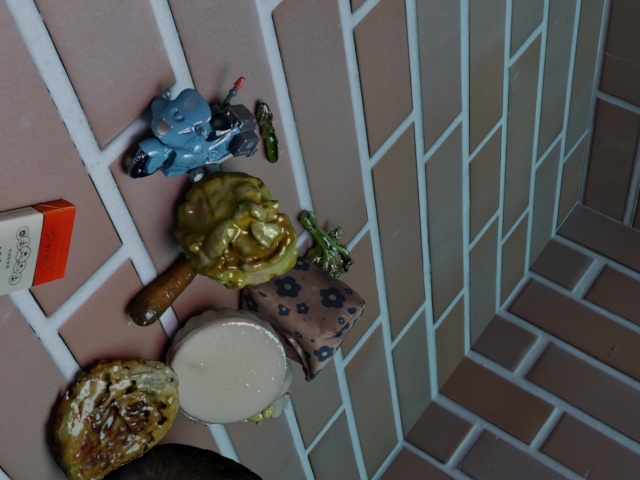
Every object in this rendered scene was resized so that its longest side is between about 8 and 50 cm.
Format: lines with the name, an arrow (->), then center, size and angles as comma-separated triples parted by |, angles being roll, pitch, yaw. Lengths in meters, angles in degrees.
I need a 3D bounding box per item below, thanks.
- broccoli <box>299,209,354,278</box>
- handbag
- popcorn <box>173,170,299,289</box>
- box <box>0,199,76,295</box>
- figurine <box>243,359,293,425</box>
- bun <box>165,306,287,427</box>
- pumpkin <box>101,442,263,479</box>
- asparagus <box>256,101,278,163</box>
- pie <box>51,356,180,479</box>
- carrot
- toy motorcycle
broccoli -> 0.000, 0.002, 2.335 | 0.122, 0.118, 0.204 | -29, 132, 0
handbag -> -0.050, 0.171, 2.232 | 0.190, 0.251, 0.193 | -41, 158, -49
popcorn -> -0.161, -0.015, 1.860 | 0.212, 0.259, 0.259 | -36, 153, 4
box -> -0.486, 0.021, 1.525 | 0.245, 0.035, 0.139 | -21, 133, -53
figurine -> -0.132, 0.380, 2.419 | 0.236, 0.127, 0.155 | 90, 20, -49
bun -> -0.210, 0.243, 2.111 | 0.263, 0.175, 0.263 | -6, 117, -13
pumpkin -> -0.291, 0.633, 2.036 | 0.454, 0.454, 0.344 | -41, 131, -36
asparagus -> -0.106, -0.218, 1.985 | 0.036, 0.030, 0.165 | -39, 148, -19
pie -> -0.392, 0.345, 1.926 | 0.308, 0.085, 0.308 | -25, 135, -28
carrot -> -0.298, 0.096, 1.918 | 0.186, 0.060, 0.060 | -48, 151, -36
toy motorcycle -> -0.213, -0.189, 1.738 | 0.272, 0.124, 0.182 | -20, 154, -51
